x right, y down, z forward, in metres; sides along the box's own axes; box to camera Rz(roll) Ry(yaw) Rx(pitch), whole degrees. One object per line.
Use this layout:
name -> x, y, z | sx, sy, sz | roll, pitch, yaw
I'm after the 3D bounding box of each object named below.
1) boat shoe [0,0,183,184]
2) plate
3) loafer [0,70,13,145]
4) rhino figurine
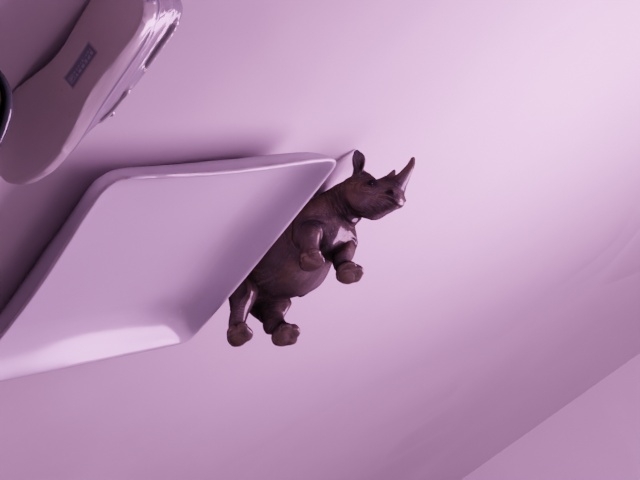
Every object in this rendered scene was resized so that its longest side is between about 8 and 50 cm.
boat shoe -> -0.164, -0.111, 1.223 | 0.063, 0.066, 0.184 | 2, 129, -55
plate -> -0.154, 0.013, 1.512 | 0.277, 0.045, 0.278 | -8, 147, -48
loafer -> -0.318, -0.028, 1.128 | 0.267, 0.096, 0.084 | -38, 153, 15
rhino figurine -> 0.000, 0.000, 1.644 | 0.073, 0.106, 0.243 | 37, 109, -29
